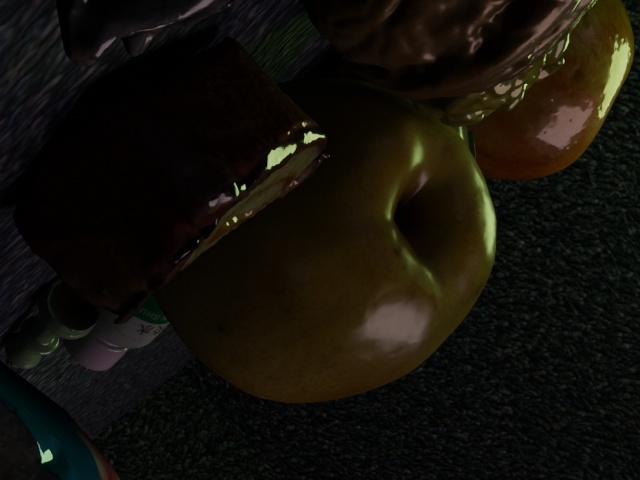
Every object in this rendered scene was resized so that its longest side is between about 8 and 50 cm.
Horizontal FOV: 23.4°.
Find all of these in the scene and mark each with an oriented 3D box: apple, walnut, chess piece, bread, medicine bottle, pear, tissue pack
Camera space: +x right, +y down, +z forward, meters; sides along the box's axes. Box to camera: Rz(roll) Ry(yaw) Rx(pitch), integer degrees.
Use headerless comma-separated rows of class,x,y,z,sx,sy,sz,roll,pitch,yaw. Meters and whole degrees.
apple,0.219,-0.201,1.747,0.286,0.233,0.286,-52,-171,11
walnut,0.080,-0.185,0.936,0.213,0.213,0.213,-42,177,-3
chess piece,-0.269,0.092,1.494,0.059,0.059,0.149,-40,180,-45
bread,-0.097,-0.049,1.081,0.190,0.123,0.244,-42,177,31
medicine bottle,-0.170,0.035,1.599,0.260,0.095,0.095,-43,177,30
pear,0.000,0.000,1.379,0.314,0.314,0.314,-42,177,-3
tissue pack,-0.251,0.142,1.054,0.137,0.209,0.270,-51,176,-5

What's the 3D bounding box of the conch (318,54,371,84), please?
conch,0.058,-0.179,1.597,0.080,0.086,0.233,-54,-174,-32

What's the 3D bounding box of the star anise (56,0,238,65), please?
star anise,-0.015,-0.167,0.670,0.223,0.109,0.236,-24,-177,-35

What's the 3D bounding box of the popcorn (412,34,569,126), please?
popcorn,0.132,-0.205,1.282,0.217,0.181,0.235,-44,176,25

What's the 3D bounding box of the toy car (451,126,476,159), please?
toy car,0.043,-0.022,1.620,0.247,0.198,0.204,-4,171,5
